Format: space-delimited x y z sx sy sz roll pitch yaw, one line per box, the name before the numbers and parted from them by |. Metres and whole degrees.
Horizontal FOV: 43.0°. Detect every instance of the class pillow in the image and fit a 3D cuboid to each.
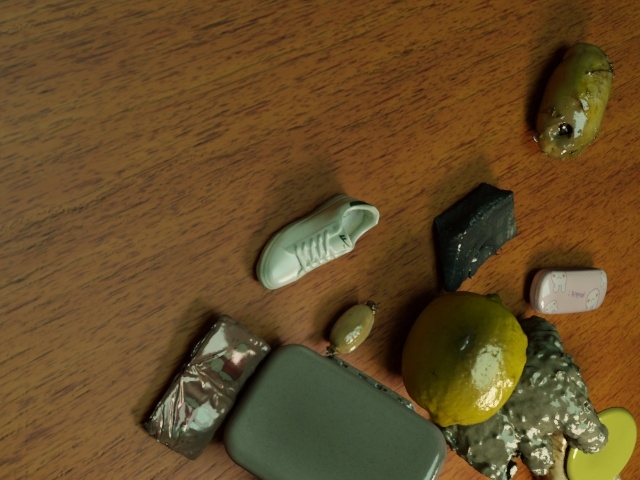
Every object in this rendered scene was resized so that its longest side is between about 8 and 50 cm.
pillow | -0.202 0.257 1.438 0.135 0.049 0.248 41 76 -36

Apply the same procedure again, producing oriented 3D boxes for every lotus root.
lotus root | 0.059 0.180 1.629 0.150 0.062 0.073 -46 146 -22

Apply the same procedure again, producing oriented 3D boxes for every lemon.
lemon | 0.301 0.249 1.720 0.260 0.260 0.284 7 87 -40

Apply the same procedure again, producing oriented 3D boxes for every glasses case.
glasses case | 0.641 0.127 2.089 0.296 0.075 0.113 0 101 -39

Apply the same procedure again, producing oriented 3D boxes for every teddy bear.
teddy bear | 0.446 0.385 1.897 0.367 0.224 0.358 -26 76 2

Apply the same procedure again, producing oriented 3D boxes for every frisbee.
frisbee | 0.706 0.523 2.031 0.235 0.017 0.236 -11 114 -25

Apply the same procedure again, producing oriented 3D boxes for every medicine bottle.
medicine bottle | 0.025 0.367 1.464 0.282 0.375 0.123 -57 172 -16

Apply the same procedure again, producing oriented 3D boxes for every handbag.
handbag | 0.357 -0.013 1.835 0.270 0.088 0.175 -36 127 -29

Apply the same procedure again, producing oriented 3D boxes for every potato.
potato | 0.605 -0.331 1.932 0.173 0.140 0.300 38 73 -44

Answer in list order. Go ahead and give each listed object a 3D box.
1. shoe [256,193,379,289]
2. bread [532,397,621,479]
shoe | 0.000 0.000 1.517 0.265 0.110 0.095 -43 123 -29
bread | 0.655 0.544 2.133 0.236 0.183 0.389 -28 122 -17
